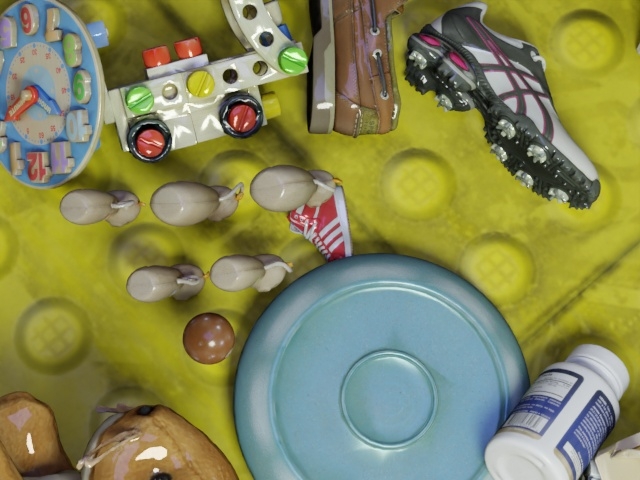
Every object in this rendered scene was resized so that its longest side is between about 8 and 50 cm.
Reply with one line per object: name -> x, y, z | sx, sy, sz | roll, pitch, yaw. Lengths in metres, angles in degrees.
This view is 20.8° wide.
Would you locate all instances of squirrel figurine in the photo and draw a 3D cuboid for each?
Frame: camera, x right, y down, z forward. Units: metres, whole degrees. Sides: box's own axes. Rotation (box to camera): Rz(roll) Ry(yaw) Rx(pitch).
squirrel figurine -> -0.236, 0.336, 1.652 | 0.370, 0.281, 0.397 | -15, 92, 6

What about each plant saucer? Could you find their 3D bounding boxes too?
plant saucer -> 0.069, 0.166, 1.809 | 0.318, 0.044, 0.317 | 1, 79, -6

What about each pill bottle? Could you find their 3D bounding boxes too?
pill bottle -> 0.248, 0.184, 1.786 | 0.094, 0.094, 0.169 | 37, 54, 9

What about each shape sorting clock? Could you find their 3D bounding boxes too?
shape sorting clock -> -0.301, -0.157, 1.857 | 0.040, 0.206, 0.206 | -13, 69, -47

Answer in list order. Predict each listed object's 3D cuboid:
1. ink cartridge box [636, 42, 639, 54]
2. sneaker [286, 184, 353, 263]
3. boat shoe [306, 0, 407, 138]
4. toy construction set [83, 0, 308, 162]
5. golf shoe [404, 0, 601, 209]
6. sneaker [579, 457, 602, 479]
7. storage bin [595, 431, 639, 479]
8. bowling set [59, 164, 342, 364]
ink cartridge box -> 0.497, -0.231, 1.916 | 0.353, 0.119, 0.207 | 42, 78, 9
sneaker -> 0.000, 0.000, 1.880 | 0.067, 0.042, 0.118 | -7, 69, -5
boat shoe -> 0.042, -0.262, 1.933 | 0.104, 0.111, 0.307 | 3, 83, -5
toy construction set -> -0.152, -0.207, 1.880 | 0.328, 0.151, 0.215 | -13, 101, 5
golf shoe -> 0.218, -0.153, 1.900 | 0.120, 0.105, 0.273 | -41, 79, -19
sneaker -> 0.314, 0.324, 1.773 | 0.094, 0.081, 0.208 | 2, 75, -7
storage bin -> 0.446, 0.276, 1.727 | 0.262, 0.123, 0.260 | -20, 77, -22
bowling set -> -0.123, 0.026, 1.826 | 0.287, 0.154, 0.199 | -2, 91, 19
